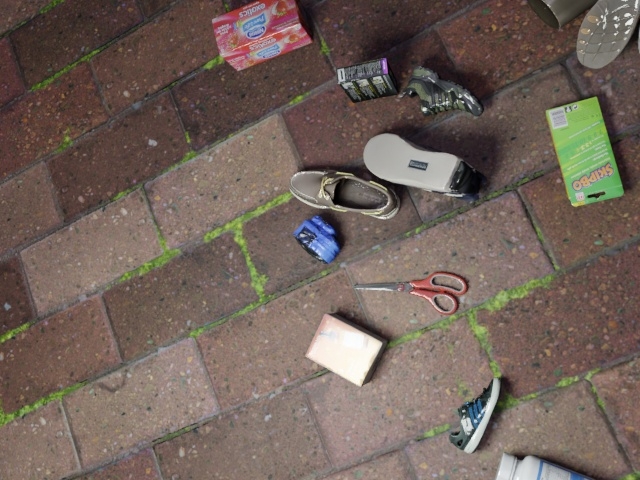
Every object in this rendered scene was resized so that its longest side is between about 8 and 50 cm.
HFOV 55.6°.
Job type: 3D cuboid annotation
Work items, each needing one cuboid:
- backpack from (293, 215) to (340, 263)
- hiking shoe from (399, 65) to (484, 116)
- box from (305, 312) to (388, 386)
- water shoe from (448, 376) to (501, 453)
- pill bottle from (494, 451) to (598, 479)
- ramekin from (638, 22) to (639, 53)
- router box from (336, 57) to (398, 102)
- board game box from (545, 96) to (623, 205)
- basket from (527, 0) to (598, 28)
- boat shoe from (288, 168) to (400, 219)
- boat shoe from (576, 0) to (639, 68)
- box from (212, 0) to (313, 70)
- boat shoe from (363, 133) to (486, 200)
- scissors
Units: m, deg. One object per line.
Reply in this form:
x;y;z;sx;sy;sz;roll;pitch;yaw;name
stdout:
0.000;0.000;1.661;0.120;0.098;0.101;44;93;18;backpack
0.327;-0.373;1.625;0.227;0.086;0.114;36;108;23;hiking shoe
0.070;0.287;1.609;0.171;0.091;0.130;25;91;18;box
0.383;0.426;1.507;0.080;0.073;0.203;23;90;20;water shoe
0.526;0.580;1.419;0.222;0.124;0.124;17;89;19;pill bottle
0.868;-0.491;1.450;0.207;0.109;0.207;-2;82;17;ramekin
0.129;-0.425;1.629;0.133;0.179;0.046;-7;84;15;router box
0.660;-0.220;1.520;0.124;0.039;0.259;-14;77;16;board game box
0.646;-0.657;1.519;0.227;0.154;0.204;-44;92;13;basket
0.054;-0.135;1.660;0.325;0.097;0.116;17;89;18;boat shoe
0.722;-0.563;1.442;0.123;0.116;0.324;39;140;23;boat shoe
-0.167;-0.610;1.767;0.257;0.128;0.122;-16;79;14;box
0.272;-0.183;1.600;0.341;0.158;0.127;31;98;46;boat shoe
0.236;0.116;1.619;0.297;0.021;0.108;14;90;19;scissors
